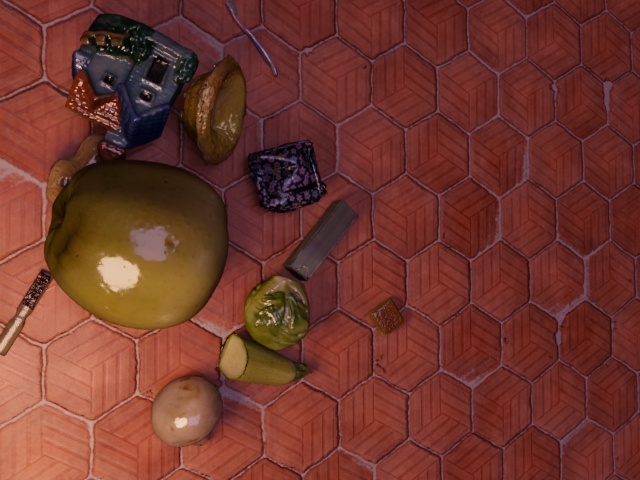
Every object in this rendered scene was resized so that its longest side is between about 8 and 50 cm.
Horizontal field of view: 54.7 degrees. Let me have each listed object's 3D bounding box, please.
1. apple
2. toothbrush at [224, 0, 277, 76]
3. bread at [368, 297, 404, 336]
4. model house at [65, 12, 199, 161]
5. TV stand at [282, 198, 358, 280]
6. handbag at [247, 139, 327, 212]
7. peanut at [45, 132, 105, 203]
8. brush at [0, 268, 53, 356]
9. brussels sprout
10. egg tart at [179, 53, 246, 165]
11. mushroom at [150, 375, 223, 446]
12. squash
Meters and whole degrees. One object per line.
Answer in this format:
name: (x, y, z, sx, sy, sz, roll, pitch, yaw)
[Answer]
apple: (-0.463, 0.008, 1.586, 0.473, 0.473, 0.474, 1, 88, -19)
toothbrush: (-0.210, -0.624, 1.914, 0.027, 0.021, 0.269, -37, 101, -11)
bread: (0.219, 0.252, 2.037, 0.090, 0.035, 0.094, -35, 100, -17)
model house: (-0.537, -0.382, 1.638, 0.294, 0.251, 0.330, 28, 67, -17)
TV stand: (0.000, 0.000, 1.937, 0.082, 0.088, 0.270, 43, 76, -15)
handbag: (-0.099, -0.190, 1.887, 0.228, 0.126, 0.208, -17, 101, -19)
peanut: (-0.660, -0.196, 1.698, 0.120, 0.110, 0.237, 32, 76, -2)
brush: (-0.806, 0.195, 1.675, 0.043, 0.036, 0.248, 31, 79, -12)
brussels sprout: (-0.129, 0.217, 1.851, 0.223, 0.161, 0.223, 4, 72, -11)
egg tart: (-0.307, -0.373, 1.763, 0.120, 0.315, 0.315, 14, 83, 11)
mushroom: (-0.369, 0.501, 1.758, 0.207, 0.207, 0.215, -30, 130, -18)
squash: (-0.159, 0.389, 1.856, 0.287, 0.137, 0.137, 26, 80, -20)
